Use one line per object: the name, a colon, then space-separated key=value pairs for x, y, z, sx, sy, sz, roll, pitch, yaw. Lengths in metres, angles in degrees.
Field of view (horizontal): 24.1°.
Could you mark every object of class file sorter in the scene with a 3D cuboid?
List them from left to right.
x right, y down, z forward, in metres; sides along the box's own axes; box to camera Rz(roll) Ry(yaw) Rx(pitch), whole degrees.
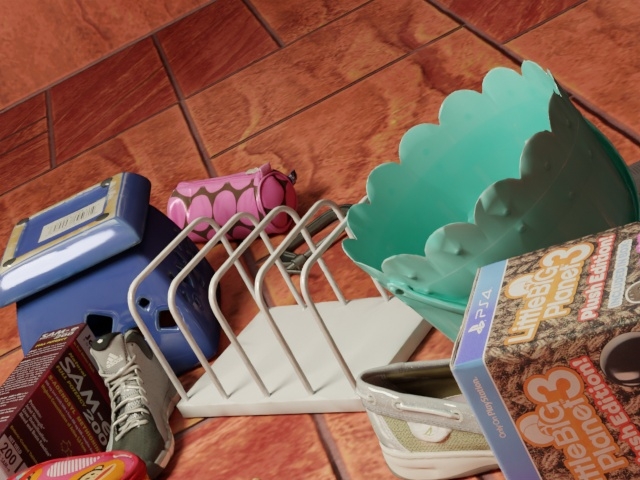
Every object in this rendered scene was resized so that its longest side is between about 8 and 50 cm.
file sorter: x=-0.042 y=0.068 z=1.662 sx=0.277 sy=0.173 sz=0.193 roll=-7 pitch=30 yaw=40

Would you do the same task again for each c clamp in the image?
c clamp: x=0.000 y=0.000 z=1.975 sx=0.160 sy=0.022 sz=0.137 roll=-40 pitch=20 yaw=-25

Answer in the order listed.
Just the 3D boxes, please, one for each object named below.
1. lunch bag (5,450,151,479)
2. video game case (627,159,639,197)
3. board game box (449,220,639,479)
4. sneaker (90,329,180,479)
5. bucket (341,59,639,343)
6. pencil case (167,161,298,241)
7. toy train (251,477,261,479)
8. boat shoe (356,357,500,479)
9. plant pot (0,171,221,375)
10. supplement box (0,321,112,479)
lunch bag: x=-0.299 y=0.334 z=1.458 sx=0.258 sy=0.120 sz=0.293 roll=-13 pitch=24 yaw=42
video game case: x=0.440 y=-0.057 z=1.530 sx=0.269 sy=0.061 sz=0.244 roll=-27 pitch=20 yaw=2
board game box: x=0.281 y=0.111 z=1.114 sx=0.291 sy=0.232 sz=0.141 roll=-18 pitch=24 yaw=25
sneaker: x=-0.224 y=0.176 z=1.685 sx=0.086 sy=0.132 sz=0.229 roll=-24 pitch=22 yaw=9
bucket: x=0.182 y=-0.022 z=1.511 sx=0.281 sy=0.183 sz=0.281 roll=-39 pitch=22 yaw=19
pencil case: x=-0.129 y=-0.052 z=2.129 sx=0.209 sy=0.098 sz=0.095 roll=-9 pitch=29 yaw=41
toy train: x=-0.074 y=0.277 z=1.402 sx=0.125 sy=0.046 sz=0.166 roll=-26 pitch=21 yaw=4
boat shoe: x=0.184 y=0.135 z=1.342 sx=0.320 sy=0.103 sz=0.118 roll=-14 pitch=26 yaw=31
plant pot: x=-0.274 y=0.059 z=1.899 sx=0.236 sy=0.212 sz=0.236 roll=-25 pitch=21 yaw=8
supplement box: x=-0.311 y=0.215 z=1.702 sx=0.073 sy=0.130 sz=0.239 roll=-16 pitch=25 yaw=29
